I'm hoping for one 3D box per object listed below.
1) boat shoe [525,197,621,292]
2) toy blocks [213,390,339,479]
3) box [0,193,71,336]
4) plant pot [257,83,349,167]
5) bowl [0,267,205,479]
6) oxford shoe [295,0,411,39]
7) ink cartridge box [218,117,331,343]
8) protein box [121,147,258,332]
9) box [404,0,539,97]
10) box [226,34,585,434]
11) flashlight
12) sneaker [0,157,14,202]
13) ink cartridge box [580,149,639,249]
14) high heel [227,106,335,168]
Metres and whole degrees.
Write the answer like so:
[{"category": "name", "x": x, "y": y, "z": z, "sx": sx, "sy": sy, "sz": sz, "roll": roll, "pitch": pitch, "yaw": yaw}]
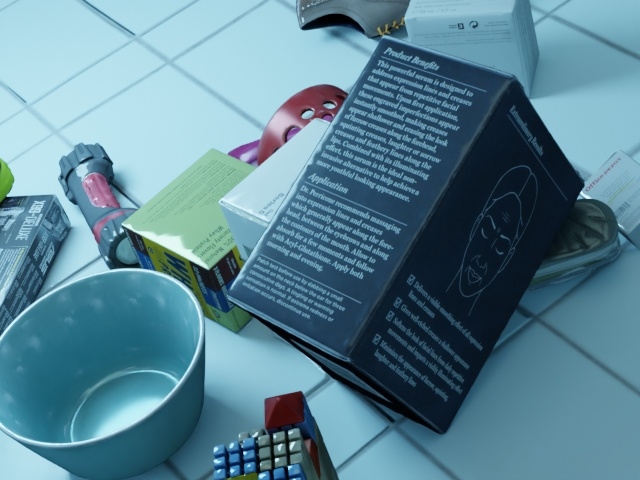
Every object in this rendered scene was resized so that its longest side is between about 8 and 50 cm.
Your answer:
[{"category": "boat shoe", "x": 0.259, "y": 0.031, "z": 1.850, "sx": 0.320, "sy": 0.103, "sz": 0.118, "roll": -18, "pitch": 58, "yaw": 10}, {"category": "toy blocks", "x": -0.040, "y": 0.326, "z": 1.510, "sx": 0.191, "sy": 0.261, "sz": 0.381, "roll": -13, "pitch": 42, "yaw": 7}, {"category": "box", "x": -0.566, "y": 0.057, "z": 2.130, "sx": 0.243, "sy": 0.076, "sz": 0.307, "roll": -2, "pitch": 44, "yaw": 18}, {"category": "plant pot", "x": 0.028, "y": -0.119, "z": 2.018, "sx": 0.191, "sy": 0.191, "sz": 0.174, "roll": -38, "pitch": 52, "yaw": -20}, {"category": "bowl", "x": -0.282, "y": 0.202, "z": 1.806, "sx": 0.312, "sy": 0.163, "sz": 0.311, "roll": -10, "pitch": 43, "yaw": 10}, {"category": "oxford shoe", "x": 0.134, "y": -0.418, "z": 2.373, "sx": 0.364, "sy": 0.130, "sz": 0.132, "roll": 4, "pitch": 79, "yaw": 15}, {"category": "ink cartridge box", "x": 0.000, "y": 0.000, "z": 1.833, "sx": 0.115, "sy": 0.272, "sz": 0.198, "roll": 26, "pitch": 58, "yaw": 39}, {"category": "protein box", "x": -0.146, "y": -0.004, "z": 1.994, "sx": 0.201, "sy": 0.136, "sz": 0.200, "roll": 25, "pitch": 57, "yaw": 39}, {"category": "box", "x": 0.249, "y": -0.331, "z": 2.162, "sx": 0.181, "sy": 0.182, "sz": 0.119, "roll": -1, "pitch": 45, "yaw": 20}, {"category": "box", "x": 0.119, "y": -0.004, "z": 1.686, "sx": 0.212, "sy": 0.293, "sz": 0.395, "roll": 25, "pitch": 79, "yaw": 36}, {"category": "flashlight", "x": -0.342, "y": -0.061, "z": 2.158, "sx": 0.103, "sy": 0.103, "sz": 0.304, "roll": -4, "pitch": 35, "yaw": -24}, {"category": "sneaker", "x": -0.593, "y": -0.057, "z": 2.110, "sx": 0.111, "sy": 0.121, "sz": 0.300, "roll": -4, "pitch": 44, "yaw": 18}, {"category": "ink cartridge box", "x": 0.438, "y": -0.059, "z": 1.879, "sx": 0.088, "sy": 0.052, "sz": 0.122, "roll": -45, "pitch": 44, "yaw": 5}, {"category": "high heel", "x": -0.035, "y": -0.175, "z": 2.179, "sx": 0.244, "sy": 0.082, "sz": 0.117, "roll": -41, "pitch": 55, "yaw": -5}]
